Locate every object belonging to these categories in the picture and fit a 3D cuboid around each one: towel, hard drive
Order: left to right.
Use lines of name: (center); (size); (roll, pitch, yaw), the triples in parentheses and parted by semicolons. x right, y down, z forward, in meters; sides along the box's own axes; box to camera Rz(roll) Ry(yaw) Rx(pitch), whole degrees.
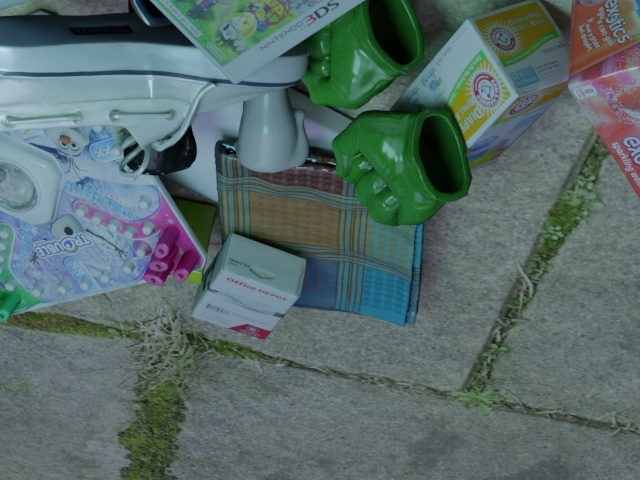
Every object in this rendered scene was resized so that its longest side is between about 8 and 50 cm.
hard drive: (-0.103, -0.125, 1.966); (0.353, 0.047, 0.233); (26, 144, -24)
towel: (0.000, 0.000, 2.045); (0.271, 0.040, 0.370); (9, 151, 5)

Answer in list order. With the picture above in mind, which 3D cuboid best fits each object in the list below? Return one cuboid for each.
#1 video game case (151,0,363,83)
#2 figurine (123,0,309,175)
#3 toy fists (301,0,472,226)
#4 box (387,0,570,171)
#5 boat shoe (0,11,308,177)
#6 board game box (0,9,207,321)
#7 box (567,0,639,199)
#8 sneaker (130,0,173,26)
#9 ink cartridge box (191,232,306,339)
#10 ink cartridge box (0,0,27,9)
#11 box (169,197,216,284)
video game case: (-0.067, -0.265, 1.515); (0.193, 0.023, 0.212); (-31, 134, 16)
figurine: (-0.117, -0.185, 1.792); (0.214, 0.092, 0.209); (-1, 121, -9)
toy fists: (0.058, -0.148, 1.734); (0.142, 0.096, 0.279); (-14, 100, 56)
box: (0.179, -0.162, 1.750); (0.114, 0.103, 0.203); (-21, 164, -36)
boat shoe: (-0.193, -0.147, 1.666); (0.367, 0.136, 0.156); (-4, 119, -24)
board game box: (-0.394, -0.069, 2.003); (0.390, 0.050, 0.390); (-14, 121, 31)
box: (0.397, -0.149, 1.721); (0.154, 0.142, 0.300); (-12, 141, 28)
sneaker: (-0.058, -0.304, 1.567); (0.350, 0.148, 0.131); (-29, 102, 42)
ink cartridge box: (-0.095, 0.062, 2.086); (0.109, 0.063, 0.150); (20, 148, -12)
ink cartridge box: (-0.386, -0.317, 1.480); (0.324, 0.071, 0.330); (-12, 156, 31)
box: (-0.237, -0.010, 2.113); (0.178, 0.109, 0.042); (11, 150, -2)
